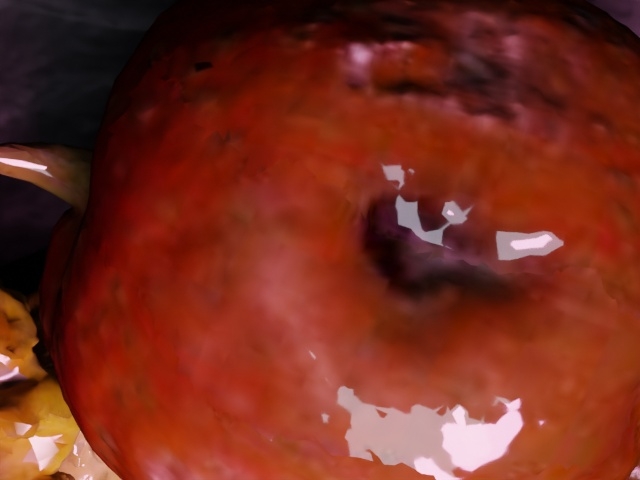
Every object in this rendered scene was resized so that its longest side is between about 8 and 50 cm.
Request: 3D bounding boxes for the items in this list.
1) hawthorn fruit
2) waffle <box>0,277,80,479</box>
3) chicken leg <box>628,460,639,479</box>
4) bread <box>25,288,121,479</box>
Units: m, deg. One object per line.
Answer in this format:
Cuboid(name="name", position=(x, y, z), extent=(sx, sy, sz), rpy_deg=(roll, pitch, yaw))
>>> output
Cuboid(name="hawthorn fruit", position=(0.022, 0.009, 0.582), extent=(0.262, 0.258, 0.258), rpy_deg=(25, 136, 29))
Cuboid(name="waffle", position=(-0.246, 0.084, 0.622), extent=(0.261, 0.151, 0.324), rpy_deg=(-32, 92, 24))
Cuboid(name="chicken leg", position=(0.226, 0.118, 0.766), extent=(0.304, 0.093, 0.113), rpy_deg=(10, 112, 4))
Cuboid(name="bread", position=(-0.075, 0.125, 0.749), extent=(0.174, 0.121, 0.245), rpy_deg=(-28, 122, 29))
